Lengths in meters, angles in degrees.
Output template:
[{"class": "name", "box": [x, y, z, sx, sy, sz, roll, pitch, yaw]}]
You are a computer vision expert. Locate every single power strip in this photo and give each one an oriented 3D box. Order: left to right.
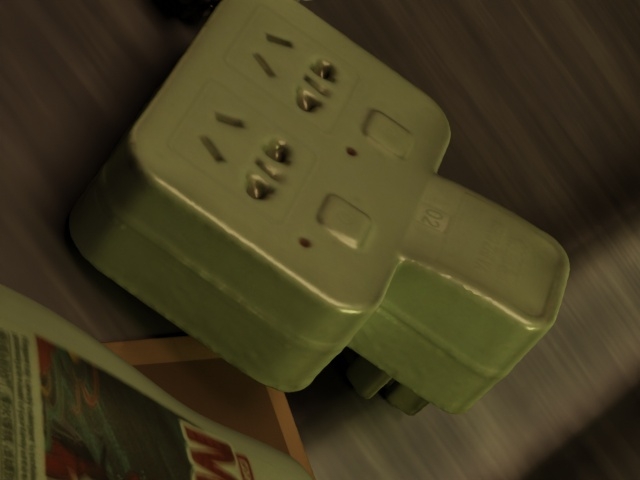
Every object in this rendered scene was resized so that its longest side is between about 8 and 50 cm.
[{"class": "power strip", "box": [0.000, 0.000, 1.122, 0.261, 0.141, 0.229, 35, 38, -7]}]

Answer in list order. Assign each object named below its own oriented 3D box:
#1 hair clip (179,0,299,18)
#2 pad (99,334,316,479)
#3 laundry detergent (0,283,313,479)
[{"class": "hair clip", "box": [-0.055, -0.194, 1.248, 0.124, 0.052, 0.195, 43, 32, -11]}, {"class": "pad", "box": [-0.047, 0.174, 1.018, 0.176, 0.002, 0.266, -2, 66, -49]}, {"class": "laundry detergent", "box": [-0.099, 0.165, 0.867, 0.398, 0.125, 0.264, 23, 48, -39]}]
